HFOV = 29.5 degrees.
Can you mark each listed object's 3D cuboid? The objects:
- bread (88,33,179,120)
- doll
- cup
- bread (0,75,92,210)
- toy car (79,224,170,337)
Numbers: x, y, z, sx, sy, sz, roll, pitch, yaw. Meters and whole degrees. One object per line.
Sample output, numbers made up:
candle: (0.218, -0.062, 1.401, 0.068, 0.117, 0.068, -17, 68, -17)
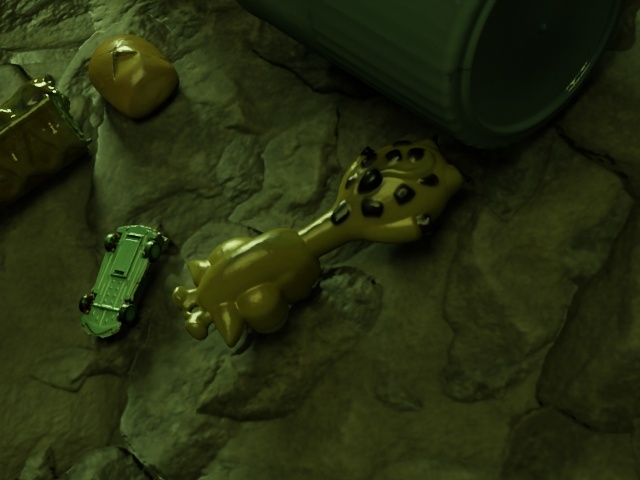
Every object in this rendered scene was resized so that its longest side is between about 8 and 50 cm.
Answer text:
bread: (-0.211, -0.187, 1.334, 0.082, 0.056, 0.115, -38, 53, -5)
doll: (0.000, 0.000, 1.107, 0.291, 0.086, 0.117, -33, 48, -2)
cup: (0.119, -0.256, 1.155, 0.311, 0.331, 0.256, 39, 113, 34)
bread: (-0.378, -0.068, 1.308, 0.269, 0.098, 0.087, -34, 10, -2)
toy car: (-0.194, 0.041, 1.193, 0.059, 0.035, 0.121, 10, 72, 28)
